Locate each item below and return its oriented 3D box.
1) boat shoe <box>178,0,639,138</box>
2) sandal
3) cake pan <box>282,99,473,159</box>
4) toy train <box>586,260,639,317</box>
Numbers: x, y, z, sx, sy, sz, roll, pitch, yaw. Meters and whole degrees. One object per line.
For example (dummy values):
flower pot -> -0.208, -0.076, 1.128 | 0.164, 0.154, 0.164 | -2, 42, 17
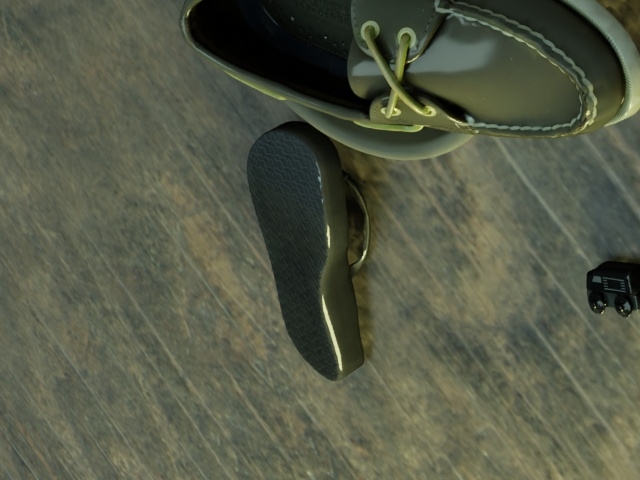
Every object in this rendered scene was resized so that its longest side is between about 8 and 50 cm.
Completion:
boat shoe -> 0.044, -0.110, 1.075 | 0.305, 0.091, 0.109 | 21, 134, 42
sandal -> 0.000, 0.000, 1.378 | 0.097, 0.054, 0.254 | 43, 156, 31
cake pan -> 0.021, -0.191, 1.169 | 0.293, 0.054, 0.293 | 33, 140, 32
toy train -> 0.221, 0.030, 1.132 | 0.158, 0.027, 0.036 | 5, 112, 51
